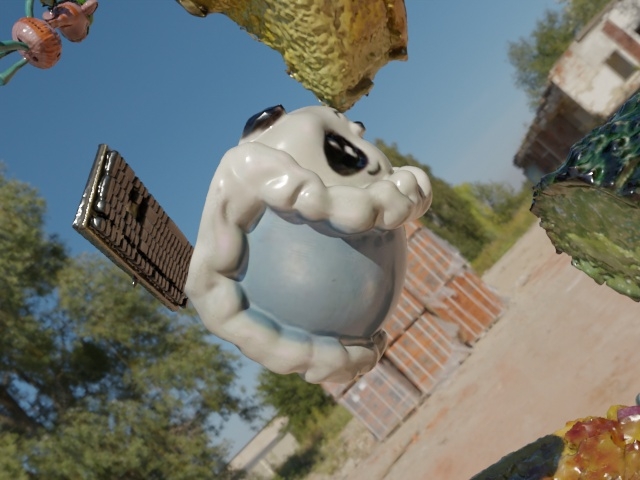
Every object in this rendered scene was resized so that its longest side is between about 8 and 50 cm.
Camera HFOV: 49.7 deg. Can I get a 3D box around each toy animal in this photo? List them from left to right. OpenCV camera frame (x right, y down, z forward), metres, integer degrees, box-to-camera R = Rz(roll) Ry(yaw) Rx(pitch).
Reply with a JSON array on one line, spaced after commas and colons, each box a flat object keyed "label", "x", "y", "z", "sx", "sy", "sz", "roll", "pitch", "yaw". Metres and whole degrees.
[{"label": "toy animal", "x": -0.397, "y": -0.302, "z": 0.973, "sx": 0.208, "sy": 0.100, "sz": 0.103, "roll": -59, "pitch": -41, "yaw": -43}, {"label": "toy animal", "x": 0.000, "y": 0.000, "z": 0.553, "sx": 0.208, "sy": 0.156, "sz": 0.204, "roll": -41, "pitch": -30, "yaw": -78}]

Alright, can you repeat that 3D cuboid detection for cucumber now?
[{"label": "cucumber", "x": 0.276, "y": -0.107, "z": 0.401, "sx": 0.359, "sy": 0.096, "sz": 0.096, "roll": -39, "pitch": -11, "yaw": -15}]

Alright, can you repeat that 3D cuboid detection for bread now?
[{"label": "bread", "x": -0.025, "y": -0.251, "z": 0.614, "sx": 0.174, "sy": 0.252, "sz": 0.133, "roll": -47, "pitch": -8, "yaw": -33}]

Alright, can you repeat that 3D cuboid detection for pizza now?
[{"label": "pizza", "x": 0.320, "y": 0.287, "z": 0.782, "sx": 0.409, "sy": 0.114, "sz": 0.277, "roll": -27, "pitch": 11, "yaw": 27}]

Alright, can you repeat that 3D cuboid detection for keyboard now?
[{"label": "keyboard", "x": -0.201, "y": 0.005, "z": 0.810, "sx": 0.317, "sy": 0.027, "sz": 0.106, "roll": 75, "pitch": -156, "yaw": -69}]

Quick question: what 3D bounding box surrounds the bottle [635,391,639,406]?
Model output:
[{"label": "bottle", "x": 0.514, "y": 0.149, "z": 0.861, "sx": 0.253, "sy": 0.079, "sz": 0.096, "roll": -47, "pitch": 8, "yaw": 30}]
